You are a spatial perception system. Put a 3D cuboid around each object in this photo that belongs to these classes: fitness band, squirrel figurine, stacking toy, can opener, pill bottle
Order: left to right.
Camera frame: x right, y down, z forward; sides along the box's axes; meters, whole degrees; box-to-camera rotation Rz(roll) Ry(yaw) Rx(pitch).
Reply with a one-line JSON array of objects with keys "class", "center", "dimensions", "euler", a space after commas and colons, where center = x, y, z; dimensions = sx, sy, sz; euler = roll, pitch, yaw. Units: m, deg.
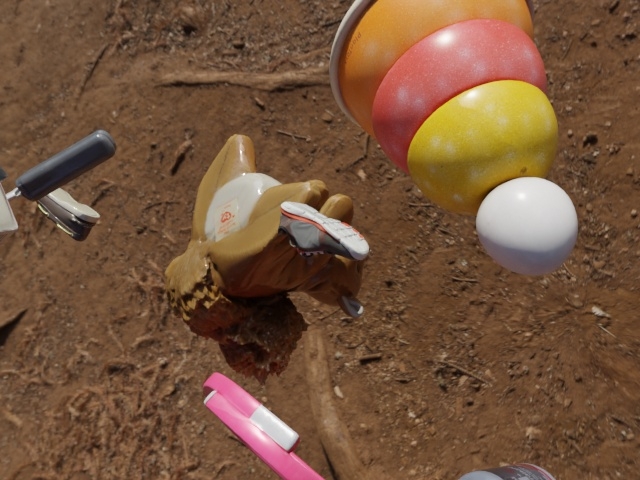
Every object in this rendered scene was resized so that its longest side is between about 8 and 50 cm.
[{"class": "can opener", "center": [-0.490, -0.118, 0.796], "dimensions": [0.283, 0.095, 0.076], "euler": [-32, 28, -5]}, {"class": "fitness band", "center": [-0.082, 0.318, 0.742], "dimensions": [0.290, 0.209, 0.054], "euler": [27, 59, 34]}, {"class": "squirrel figurine", "center": [-0.079, 0.064, 0.936], "dimensions": [0.281, 0.370, 0.397], "euler": [30, 85, 42]}, {"class": "stacking toy", "center": [0.221, -0.152, 0.704], "dimensions": [0.350, 0.350, 0.480], "euler": [-28, 54, 22]}, {"class": "pill bottle", "center": [0.394, 0.595, 1.040], "dimensions": [0.176, 0.318, 0.177], "euler": [-19, 64, 45]}]

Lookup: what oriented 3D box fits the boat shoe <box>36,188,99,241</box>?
[{"class": "boat shoe", "center": [-0.846, -0.107, 1.526], "dimensions": [0.324, 0.116, 0.097], "euler": [29, 96, 21]}]

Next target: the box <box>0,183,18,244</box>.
[{"class": "box", "center": [-0.556, -0.011, 0.644], "dimensions": [0.232, 0.148, 0.127], "euler": [-29, 83, 27]}]

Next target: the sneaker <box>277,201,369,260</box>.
[{"class": "sneaker", "center": [0.000, 0.000, 0.663], "dimensions": [0.158, 0.061, 0.065], "euler": [32, 109, 38]}]
